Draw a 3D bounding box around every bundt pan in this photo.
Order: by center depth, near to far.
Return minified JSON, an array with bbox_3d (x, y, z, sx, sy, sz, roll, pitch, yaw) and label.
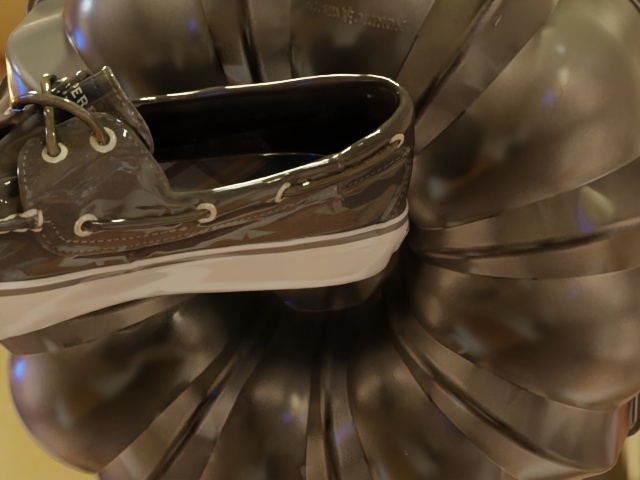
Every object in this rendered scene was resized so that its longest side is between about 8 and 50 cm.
[{"bbox_3d":[0.000,0.000,0.720,0.331,0.331,0.124,-1,13,9],"label":"bundt pan"}]

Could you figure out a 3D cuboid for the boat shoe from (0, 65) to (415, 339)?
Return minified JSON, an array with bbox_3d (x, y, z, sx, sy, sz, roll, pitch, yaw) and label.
[{"bbox_3d":[-0.067,-0.022,0.568,0.228,0.080,0.076,-3,-55,-25],"label":"boat shoe"}]
